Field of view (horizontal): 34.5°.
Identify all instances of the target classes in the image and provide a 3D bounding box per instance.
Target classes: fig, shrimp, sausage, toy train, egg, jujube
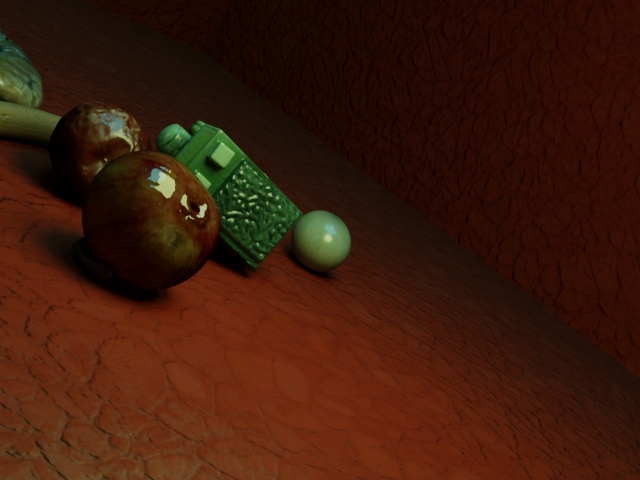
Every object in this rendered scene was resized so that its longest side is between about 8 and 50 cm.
[{"bbox_3d":[-0.244,-0.023,1.402,0.205,0.205,0.205,28,12,-7],"label":"fig"},{"bbox_3d":[-0.627,-0.341,1.880,0.221,0.110,0.446,30,8,-33],"label":"shrimp"},{"bbox_3d":[-0.527,-0.196,1.683,0.066,0.066,0.301,35,12,21],"label":"sausage"},{"bbox_3d":[-0.164,-0.081,1.727,0.271,0.159,0.188,46,-9,-29],"label":"toy train"},{"bbox_3d":[0.000,0.000,1.982,0.114,0.114,0.152,26,10,-18],"label":"egg"},{"bbox_3d":[-0.358,-0.141,1.659,0.168,0.168,0.236,24,1,-24],"label":"jujube"}]
